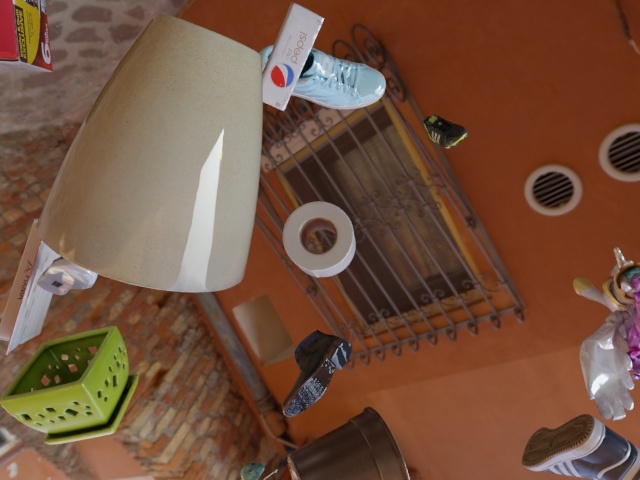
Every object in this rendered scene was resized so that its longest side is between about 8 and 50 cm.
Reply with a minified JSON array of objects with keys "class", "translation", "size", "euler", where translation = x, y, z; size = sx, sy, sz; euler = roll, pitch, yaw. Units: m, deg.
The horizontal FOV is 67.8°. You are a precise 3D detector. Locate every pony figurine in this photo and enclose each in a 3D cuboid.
[{"class":"pony figurine","translation":[0.718,0.202,1.098],"size":[0.303,0.350,0.363],"euler":[-19,164,15]}]

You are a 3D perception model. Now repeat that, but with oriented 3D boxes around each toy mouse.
[{"class":"toy mouse","translation":[-0.157,0.510,0.974],"size":[0.161,0.031,0.143],"euler":[-62,-163,-12]}]

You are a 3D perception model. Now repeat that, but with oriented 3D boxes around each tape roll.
[{"class":"tape roll","translation":[0.000,0.000,1.690],"size":[0.246,0.246,0.169],"euler":[-31,167,-1]}]

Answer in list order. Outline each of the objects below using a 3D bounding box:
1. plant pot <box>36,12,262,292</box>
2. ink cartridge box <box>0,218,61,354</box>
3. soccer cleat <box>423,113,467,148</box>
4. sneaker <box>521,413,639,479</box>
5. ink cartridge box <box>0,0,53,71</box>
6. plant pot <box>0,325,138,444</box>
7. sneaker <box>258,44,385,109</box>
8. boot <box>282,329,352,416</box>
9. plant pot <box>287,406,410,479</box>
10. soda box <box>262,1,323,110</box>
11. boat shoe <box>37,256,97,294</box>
[{"class":"plant pot","translation":[-0.174,-0.115,0.588],"size":[0.256,0.257,0.273],"euler":[-50,162,-76]},{"class":"ink cartridge box","translation":[-0.691,0.097,1.134],"size":[0.261,0.066,0.296],"euler":[177,-71,-75]},{"class":"soccer cleat","translation":[0.289,-0.263,1.134],"size":[0.060,0.072,0.179],"euler":[-42,-163,5]},{"class":"sneaker","translation":[0.554,0.466,1.008],"size":[0.099,0.153,0.282],"euler":[-55,169,-32]},{"class":"ink cartridge box","translation":[-0.591,-0.472,0.839],"size":[0.130,0.309,0.272],"euler":[-1,-165,-14]},{"class":"plant pot","translation":[-0.625,0.386,1.241],"size":[0.227,0.207,0.228],"euler":[-14,-152,7]},{"class":"sneaker","translation":[0.007,-0.432,1.258],"size":[0.366,0.135,0.150],"euler":[3,-176,-10]},{"class":"boot","translation":[-0.030,0.309,1.132],"size":[0.219,0.082,0.106],"euler":[-44,-141,-21]},{"class":"plant pot","translation":[0.040,0.393,0.811],"size":[0.165,0.166,0.167],"euler":[-15,180,-17]},{"class":"soda box","translation":[-0.074,-0.409,1.064],"size":[0.216,0.074,0.069],"euler":[-62,-160,23]},{"class":"boat shoe","translation":[-0.498,0.056,0.959],"size":[0.229,0.080,0.076],"euler":[-21,-139,47]}]
